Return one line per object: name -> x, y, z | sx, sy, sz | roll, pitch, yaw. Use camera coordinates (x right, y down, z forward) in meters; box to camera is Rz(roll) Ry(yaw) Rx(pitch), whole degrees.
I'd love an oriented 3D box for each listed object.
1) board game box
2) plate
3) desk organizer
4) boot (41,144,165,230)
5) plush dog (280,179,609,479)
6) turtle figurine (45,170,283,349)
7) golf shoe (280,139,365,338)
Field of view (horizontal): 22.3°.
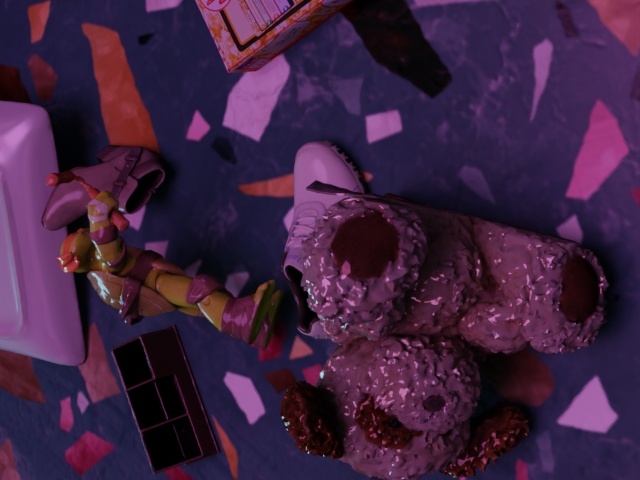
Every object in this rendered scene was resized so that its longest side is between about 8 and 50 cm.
board game box -> -0.033, -0.256, 1.411 | 0.193, 0.045, 0.146 | -31, 79, 34
plate -> -0.372, -0.010, 1.632 | 0.277, 0.045, 0.278 | 8, 115, 29
desk organizer -> -0.149, 0.152, 1.544 | 0.047, 0.050, 0.130 | -25, 83, 35
boot -> -0.202, -0.044, 1.534 | 0.118, 0.042, 0.087 | -52, 44, -8
plush dog -> 0.068, 0.084, 1.308 | 0.210, 0.262, 0.225 | 23, 101, 65
turtle figurine -> -0.148, 0.032, 1.436 | 0.217, 0.269, 0.087 | 19, 70, 10
golf shoe -> 0.000, 0.000, 1.401 | 0.069, 0.086, 0.176 | -13, 87, 37
